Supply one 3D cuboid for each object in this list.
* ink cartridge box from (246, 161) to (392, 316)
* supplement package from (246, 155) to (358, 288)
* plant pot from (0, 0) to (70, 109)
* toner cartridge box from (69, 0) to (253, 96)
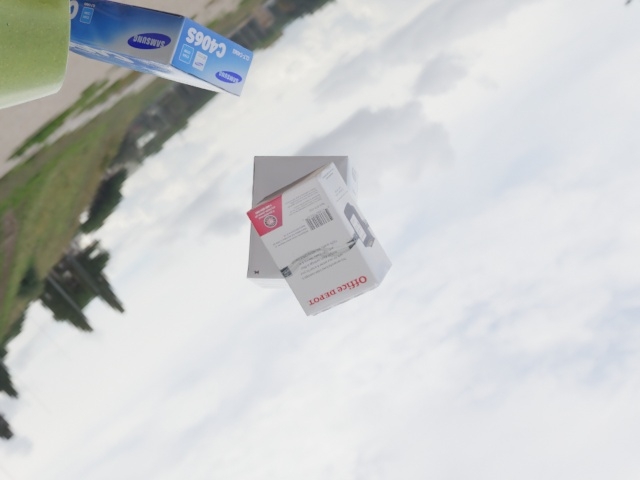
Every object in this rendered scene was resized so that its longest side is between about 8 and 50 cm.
[{"bbox_3d":[0.000,0.000,1.961,0.172,0.237,0.100,-26,-170,27],"label":"ink cartridge box"},{"bbox_3d":[-0.033,-0.035,2.170,0.204,0.262,0.145,1,170,11],"label":"supplement package"},{"bbox_3d":[-0.413,-0.224,1.047,0.293,0.275,0.274,0,174,-26],"label":"plant pot"},{"bbox_3d":[-0.286,-0.305,1.576,0.347,0.165,0.075,19,-88,35],"label":"toner cartridge box"}]
